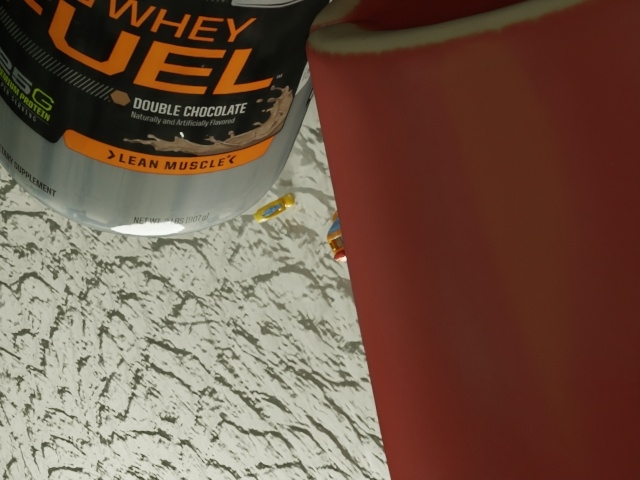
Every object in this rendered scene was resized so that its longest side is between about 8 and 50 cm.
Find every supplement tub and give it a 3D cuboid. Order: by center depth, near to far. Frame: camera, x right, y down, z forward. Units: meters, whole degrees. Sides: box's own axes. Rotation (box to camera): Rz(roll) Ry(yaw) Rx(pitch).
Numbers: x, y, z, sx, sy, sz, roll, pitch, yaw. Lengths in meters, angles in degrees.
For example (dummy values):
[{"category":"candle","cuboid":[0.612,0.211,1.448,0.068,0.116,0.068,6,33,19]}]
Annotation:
[{"category":"supplement tub","cuboid":[-0.077,-0.174,0.651,0.207,0.207,0.338,45,142,17]}]

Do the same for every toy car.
[{"category":"toy car","cuboid":[0.000,0.000,0.830,0.122,0.040,0.060,0,116,49]}]

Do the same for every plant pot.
[{"category":"plant pot","cuboid":[0.123,-0.005,0.475,0.275,0.275,0.243,3,122,49]}]
